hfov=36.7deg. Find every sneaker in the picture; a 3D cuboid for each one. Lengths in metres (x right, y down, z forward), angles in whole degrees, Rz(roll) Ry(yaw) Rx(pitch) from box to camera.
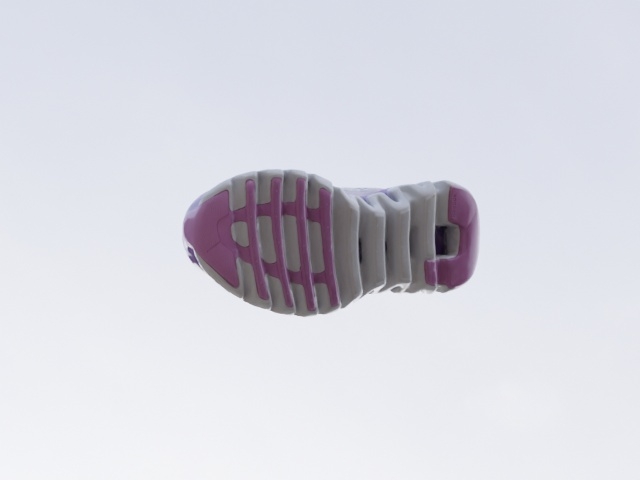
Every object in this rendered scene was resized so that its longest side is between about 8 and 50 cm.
[{"bbox_3d":[0.000,0.000,0.682,0.104,0.236,0.095,5,-86,52],"label":"sneaker"}]
